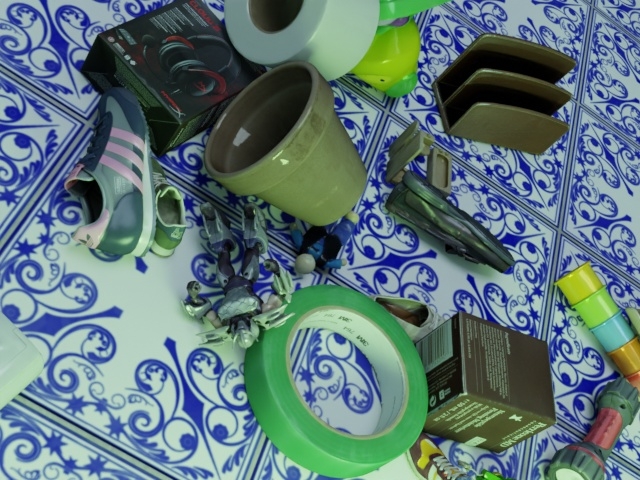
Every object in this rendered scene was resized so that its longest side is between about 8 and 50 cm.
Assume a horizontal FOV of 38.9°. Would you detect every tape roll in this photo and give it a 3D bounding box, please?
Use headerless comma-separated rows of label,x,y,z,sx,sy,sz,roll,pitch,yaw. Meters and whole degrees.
tape roll,0.030,0.232,1.523,0.321,0.077,0.321,17,52,-24
tape roll,-0.035,-0.430,1.686,0.169,0.246,0.246,7,55,-54

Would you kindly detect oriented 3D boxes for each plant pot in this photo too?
plant pot,-0.037,-0.149,1.607,0.229,0.263,0.263,41,42,-33

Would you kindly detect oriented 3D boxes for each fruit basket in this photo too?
fruit basket,0.088,-0.460,1.905,0.283,0.392,0.392,-28,78,-43

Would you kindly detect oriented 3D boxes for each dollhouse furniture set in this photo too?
dollhouse furniture set,0.238,-0.179,1.911,0.151,0.123,0.144,24,50,-20

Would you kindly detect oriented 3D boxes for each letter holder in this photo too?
letter holder,0.453,-0.340,2.106,0.301,0.214,0.152,8,56,-31

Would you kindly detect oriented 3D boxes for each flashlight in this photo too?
flashlight,0.538,0.378,1.758,0.103,0.103,0.304,46,47,4

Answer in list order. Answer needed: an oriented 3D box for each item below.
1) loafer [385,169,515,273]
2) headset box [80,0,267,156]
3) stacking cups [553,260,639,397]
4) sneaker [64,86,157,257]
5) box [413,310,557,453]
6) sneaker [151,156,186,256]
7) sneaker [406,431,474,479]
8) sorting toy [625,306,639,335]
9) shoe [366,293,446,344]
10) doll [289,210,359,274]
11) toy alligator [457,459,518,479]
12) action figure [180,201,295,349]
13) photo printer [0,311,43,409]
loafer,0.265,-0.022,1.866,0.302,0.095,0.109,38,16,-13
headset box,-0.255,-0.317,1.674,0.218,0.110,0.293,48,46,3
stacking cups,0.627,0.201,1.953,0.096,0.096,0.316,-22,78,-42
sneaker,-0.352,-0.126,1.477,0.131,0.112,0.319,7,56,-35
box,0.284,0.256,1.616,0.203,0.168,0.167,20,50,-22
sneaker,-0.263,-0.075,1.521,0.064,0.086,0.192,0,60,-34
sneaker,0.218,0.400,1.532,0.069,0.084,0.186,-19,73,-41
sorting toy,0.735,0.230,1.968,0.193,0.038,0.208,64,18,18
shoe,0.169,0.150,1.686,0.219,0.058,0.077,19,52,-23
doll,0.000,0.000,1.680,0.129,0.046,0.189,32,45,2
toy alligator,0.310,0.439,1.596,0.189,0.056,0.051,24,90,-19
action figure,-0.137,0.063,1.484,0.185,0.099,0.285,-11,48,2
photo printer,-0.547,0.172,1.143,0.256,0.107,0.307,44,47,-1
